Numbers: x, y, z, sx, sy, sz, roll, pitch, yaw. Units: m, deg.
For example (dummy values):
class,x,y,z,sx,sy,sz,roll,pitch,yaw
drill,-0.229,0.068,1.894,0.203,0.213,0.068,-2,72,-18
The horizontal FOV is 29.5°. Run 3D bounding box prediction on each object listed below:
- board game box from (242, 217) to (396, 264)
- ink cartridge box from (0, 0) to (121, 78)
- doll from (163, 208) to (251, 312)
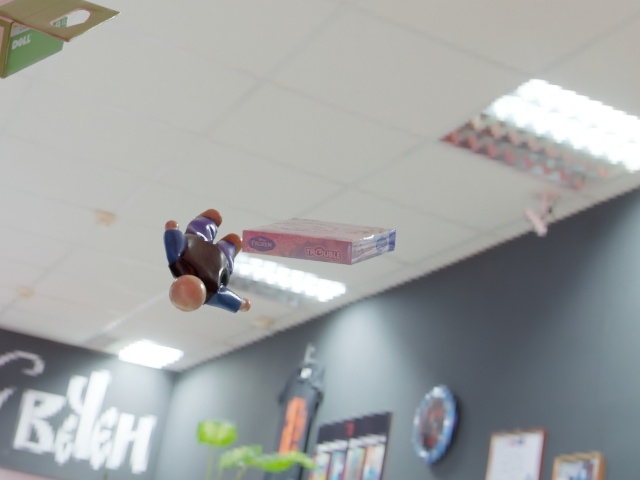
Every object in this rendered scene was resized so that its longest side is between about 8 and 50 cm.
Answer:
class,x,y,z,sx,sy,sz,roll,pitch,yaw
board game box,0.000,0.000,0.933,0.090,0.020,0.090,7,9,24
ink cartridge box,-0.307,-0.207,1.142,0.209,0.062,0.109,21,28,10
doll,-0.121,0.028,1.288,0.046,0.189,0.129,-37,-79,16
